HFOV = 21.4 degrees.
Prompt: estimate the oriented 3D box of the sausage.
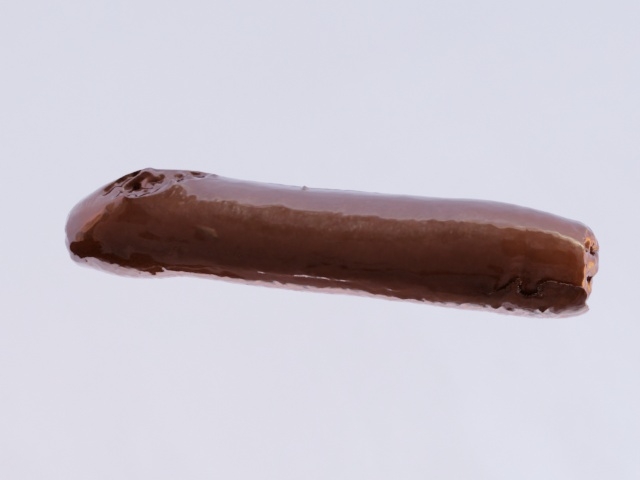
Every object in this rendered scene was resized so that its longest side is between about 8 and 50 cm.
[{"bbox_3d":[0.000,0.000,0.572,0.186,0.043,0.043,5,-65,13],"label":"sausage"}]
